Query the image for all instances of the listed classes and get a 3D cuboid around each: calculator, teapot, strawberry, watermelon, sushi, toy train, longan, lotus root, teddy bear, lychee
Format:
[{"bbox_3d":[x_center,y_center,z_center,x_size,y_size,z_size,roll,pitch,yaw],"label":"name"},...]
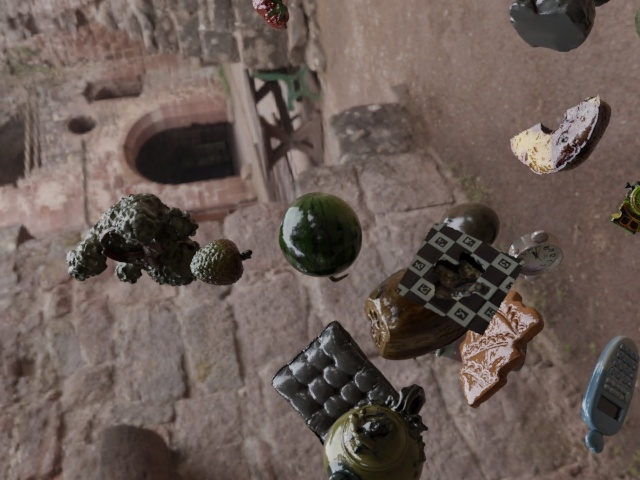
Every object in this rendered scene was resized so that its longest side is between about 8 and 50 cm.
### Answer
[{"bbox_3d":[0.727,0.385,1.669,0.042,0.188,0.303,15,75,52],"label":"calculator"},{"bbox_3d":[0.098,0.339,1.120,0.173,0.269,0.182,32,149,26],"label":"teapot"},{"bbox_3d":[-0.091,-0.505,1.335,0.187,0.082,0.147,-73,-4,-71],"label":"strawberry"},{"bbox_3d":[0.000,0.000,1.480,0.188,0.188,0.215,-126,27,-71],"label":"watermelon"},{"bbox_3d":[0.260,0.077,1.255,0.210,0.192,0.040,-51,-20,-36],"label":"sushi"},{"bbox_3d":[0.946,-0.047,1.807,0.161,0.296,0.100,-63,-13,16],"label":"toy train"},{"bbox_3d":[0.453,-0.037,2.014,0.189,0.189,0.189,170,90,-82],"label":"longan"},{"bbox_3d":[0.225,0.142,1.445,0.193,0.291,0.193,35,133,49],"label":"lotus root"},{"bbox_3d":[0.423,-0.434,1.140,0.144,0.251,0.171,13,156,44],"label":"teddy bear"},{"bbox_3d":[-0.457,0.033,1.846,0.367,0.357,0.224,37,-141,-33],"label":"teddy bear"},{"bbox_3d":[-0.228,0.051,1.542,0.114,0.146,0.114,165,90,-78],"label":"lychee"}]

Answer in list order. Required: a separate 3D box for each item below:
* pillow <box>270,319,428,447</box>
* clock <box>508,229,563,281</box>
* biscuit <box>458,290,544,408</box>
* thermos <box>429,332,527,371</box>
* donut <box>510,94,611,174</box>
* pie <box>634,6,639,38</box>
[{"bbox_3d":[0.057,0.379,1.545,0.326,0.228,0.101,48,-172,7],"label":"pillow"},{"bbox_3d":[0.649,0.040,2.012,0.229,0.155,0.063,78,-173,-46],"label":"clock"},{"bbox_3d":[0.421,0.264,1.639,0.284,0.043,0.306,-10,54,65],"label":"biscuit"},{"bbox_3d":[0.427,0.279,1.877,0.176,0.265,0.146,-87,3,-59],"label":"thermos"},{"bbox_3d":[0.656,-0.254,1.760,0.295,0.112,0.151,-29,64,57],"label":"donut"},{"bbox_3d":[0.607,-0.272,1.040,0.302,0.067,0.302,42,-161,-18],"label":"pie"}]
